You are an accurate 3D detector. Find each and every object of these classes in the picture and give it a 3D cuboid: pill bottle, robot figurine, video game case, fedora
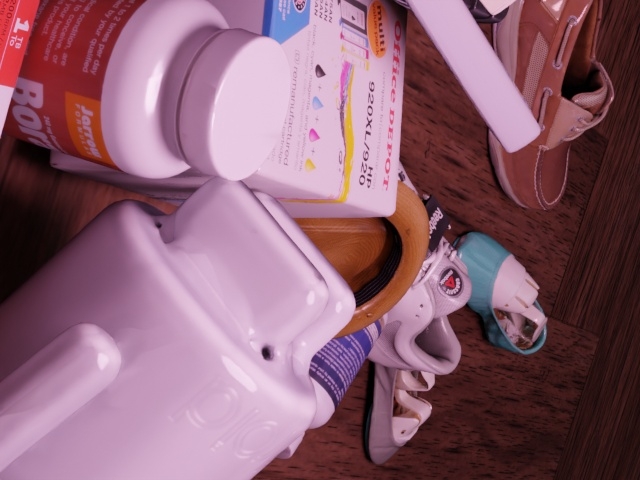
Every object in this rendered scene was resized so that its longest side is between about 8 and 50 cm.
[{"bbox_3d":[-0.015,0.114,1.605,0.169,0.094,0.094,-58,150,-27],"label":"pill bottle"},{"bbox_3d":[-0.145,0.114,1.162,0.353,0.200,0.300,-42,161,8],"label":"robot figurine"},{"bbox_3d":[0.035,-0.248,1.267,0.036,0.300,0.329,-33,145,7],"label":"video game case"},{"bbox_3d":[-0.133,-0.108,1.101,0.121,0.216,0.121,-40,139,-47],"label":"pill bottle"},{"bbox_3d":[0.000,0.000,1.537,0.194,0.079,0.194,-13,127,-19],"label":"fedora"}]

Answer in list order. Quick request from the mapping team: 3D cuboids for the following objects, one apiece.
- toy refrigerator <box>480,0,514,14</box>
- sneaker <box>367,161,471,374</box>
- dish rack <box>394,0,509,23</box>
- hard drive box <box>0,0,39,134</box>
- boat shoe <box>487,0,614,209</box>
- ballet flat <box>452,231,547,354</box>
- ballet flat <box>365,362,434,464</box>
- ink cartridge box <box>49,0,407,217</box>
[{"bbox_3d":[0.080,-0.309,1.337,0.094,0.269,0.102,-37,155,10],"label":"toy refrigerator"},{"bbox_3d":[0.080,0.001,1.666,0.122,0.146,0.330,-52,146,-33],"label":"sneaker"},{"bbox_3d":[0.152,-0.347,1.672,0.208,0.074,0.271,5,100,-64],"label":"dish rack"},{"bbox_3d":[-0.273,-0.114,0.973,0.232,0.089,0.181,7,100,-64],"label":"hard drive box"},{"bbox_3d":[0.262,-0.160,1.943,0.123,0.116,0.324,-50,146,-37],"label":"boat shoe"},{"bbox_3d":[0.222,0.065,2.039,0.083,0.087,0.247,-63,152,-17],"label":"ballet flat"},{"bbox_3d":[0.089,0.164,1.865,0.072,0.068,0.213,-40,140,-47],"label":"ballet flat"},{"bbox_3d":[-0.057,-0.114,1.265,0.233,0.168,0.171,15,78,-64],"label":"ink cartridge box"}]
